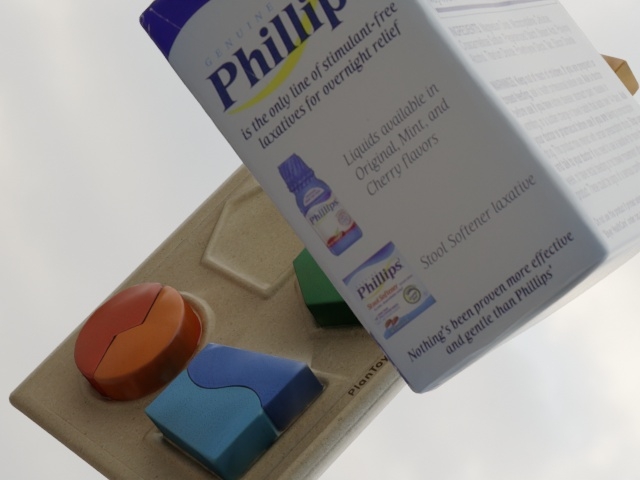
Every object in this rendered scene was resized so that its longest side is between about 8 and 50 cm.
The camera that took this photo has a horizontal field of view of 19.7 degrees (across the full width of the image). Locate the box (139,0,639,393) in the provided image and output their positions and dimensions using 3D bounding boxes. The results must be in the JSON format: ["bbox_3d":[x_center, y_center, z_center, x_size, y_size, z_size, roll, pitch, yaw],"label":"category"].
[{"bbox_3d":[0.035,-0.039,0.551,0.072,0.126,0.137,-39,-98,23],"label":"box"}]

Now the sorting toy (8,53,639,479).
[{"bbox_3d":[0.000,0.000,0.898,0.229,0.307,0.041,23,-26,52],"label":"sorting toy"}]
